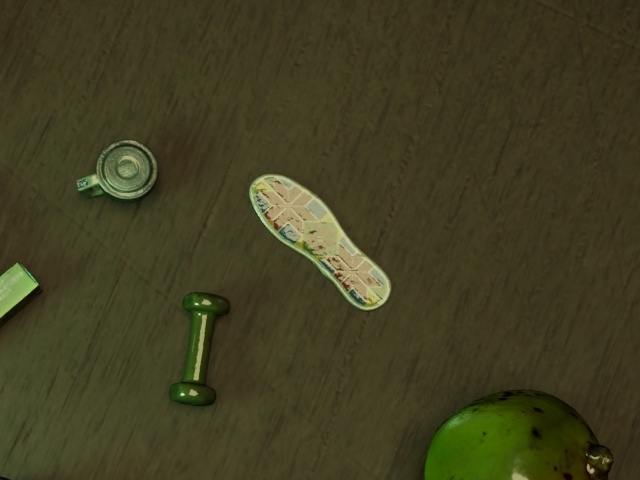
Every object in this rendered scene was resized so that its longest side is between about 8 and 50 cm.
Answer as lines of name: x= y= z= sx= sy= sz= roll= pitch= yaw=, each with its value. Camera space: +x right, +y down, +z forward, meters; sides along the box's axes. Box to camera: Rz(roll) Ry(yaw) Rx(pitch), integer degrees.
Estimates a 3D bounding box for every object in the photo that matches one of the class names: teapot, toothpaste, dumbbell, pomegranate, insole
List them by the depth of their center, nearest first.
pomegranate: x=0.172 y=0.261 z=1.638 sx=0.246 sy=0.198 sz=0.198 roll=-29 pitch=83 yaw=-6
toothpaste: x=-0.366 y=0.094 z=1.697 sx=0.178 sy=0.043 sz=0.037 roll=-42 pitch=88 yaw=-11
dumbbell: x=-0.126 y=0.113 z=1.709 sx=0.046 sy=0.052 sz=0.118 roll=16 pitch=77 yaw=-32
teapot: x=-0.215 y=-0.065 z=1.735 sx=0.088 sy=0.057 sz=0.066 roll=-19 pitch=79 yaw=-12
insole: x=0.000 y=0.000 z=1.766 sx=0.065 sy=0.006 sz=0.193 roll=-43 pitch=85 yaw=-11

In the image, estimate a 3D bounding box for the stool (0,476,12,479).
stool: x=-0.309 y=0.347 z=1.601 sx=0.232 sy=0.141 sz=0.232 roll=1 pitch=79 yaw=-4
